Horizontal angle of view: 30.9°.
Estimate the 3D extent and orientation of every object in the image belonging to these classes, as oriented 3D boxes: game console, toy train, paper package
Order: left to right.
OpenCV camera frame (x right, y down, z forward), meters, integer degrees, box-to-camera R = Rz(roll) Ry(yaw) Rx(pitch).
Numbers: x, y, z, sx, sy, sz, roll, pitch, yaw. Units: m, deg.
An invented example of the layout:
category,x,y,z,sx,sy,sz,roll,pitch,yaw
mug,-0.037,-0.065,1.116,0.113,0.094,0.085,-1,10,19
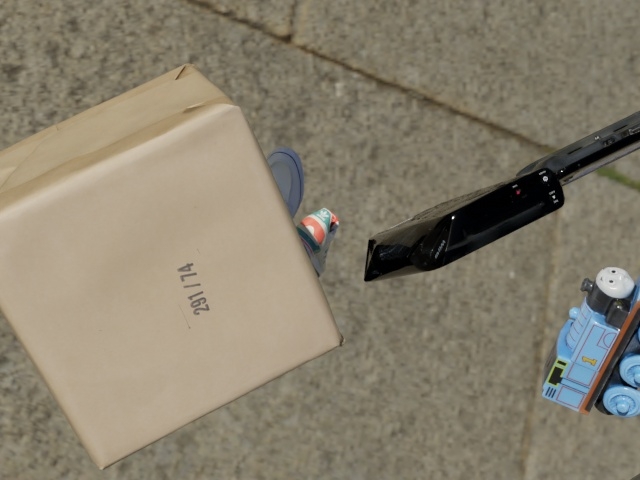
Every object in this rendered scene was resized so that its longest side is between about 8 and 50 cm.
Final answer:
category,x,y,z,sx,sy,sz,roll,pitch,yaw
paper package,-0.180,0.027,1.231,0.309,0.168,0.325,-27,121,-9
game console,0.208,-0.054,1.050,0.361,0.213,0.044,-26,92,-15
toy train,0.291,0.100,1.150,0.080,0.105,0.184,-62,170,-48

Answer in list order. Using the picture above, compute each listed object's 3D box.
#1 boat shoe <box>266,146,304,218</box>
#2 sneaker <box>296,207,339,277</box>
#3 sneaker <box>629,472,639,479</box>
category,x,y,z,sx,sy,sz,roll,pitch,yaw
boat shoe,-0.082,-0.044,1.960,0.076,0.083,0.226,-53,157,-63
sneaker,0.000,0.000,1.643,0.075,0.057,0.161,-45,165,-6
sneaker,0.192,0.145,0.413,0.147,0.104,0.296,-28,137,2
